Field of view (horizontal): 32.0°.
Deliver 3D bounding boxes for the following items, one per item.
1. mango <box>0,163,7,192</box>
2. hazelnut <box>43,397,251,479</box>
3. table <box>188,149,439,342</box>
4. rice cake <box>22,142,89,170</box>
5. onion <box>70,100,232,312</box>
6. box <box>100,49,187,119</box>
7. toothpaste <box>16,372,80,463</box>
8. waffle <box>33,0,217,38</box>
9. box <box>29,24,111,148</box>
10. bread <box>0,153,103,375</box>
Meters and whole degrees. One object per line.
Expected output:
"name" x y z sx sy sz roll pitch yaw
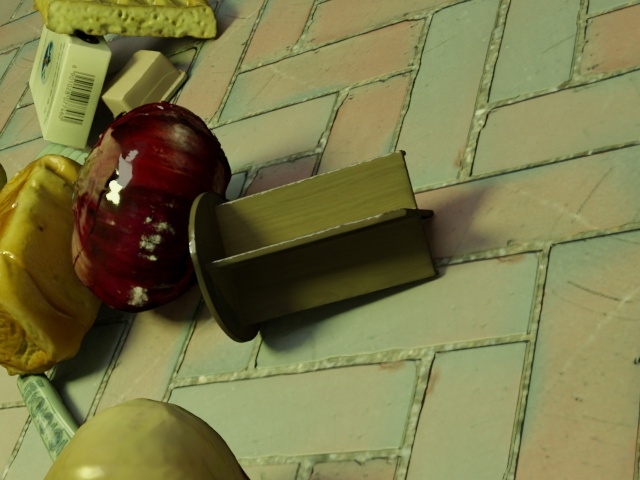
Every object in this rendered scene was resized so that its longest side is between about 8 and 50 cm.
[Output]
"mango" -0.560 -0.031 1.655 0.156 0.114 0.251 4 55 34
"hazelnut" -0.135 0.273 0.954 0.261 0.241 0.261 -38 44 48
"table" 0.000 0.000 1.168 0.226 0.167 0.167 -16 42 17
"rice cake" -0.433 -0.061 1.699 0.198 0.037 0.189 -50 36 -13
"onion" -0.185 -0.035 1.322 0.252 0.219 0.252 -167 90 -83
"box" -0.276 -0.236 1.721 0.089 0.062 0.122 17 65 50
"toothpaste" -0.303 0.217 1.291 0.062 0.039 0.239 -54 37 2
"waffle" -0.310 -0.373 1.760 0.274 0.057 0.168 -2 29 -20
"box" -0.406 -0.274 1.798 0.164 0.069 0.256 -69 27 21
"bread" -0.346 0.024 1.411 0.132 0.167 0.294 -31 29 29
